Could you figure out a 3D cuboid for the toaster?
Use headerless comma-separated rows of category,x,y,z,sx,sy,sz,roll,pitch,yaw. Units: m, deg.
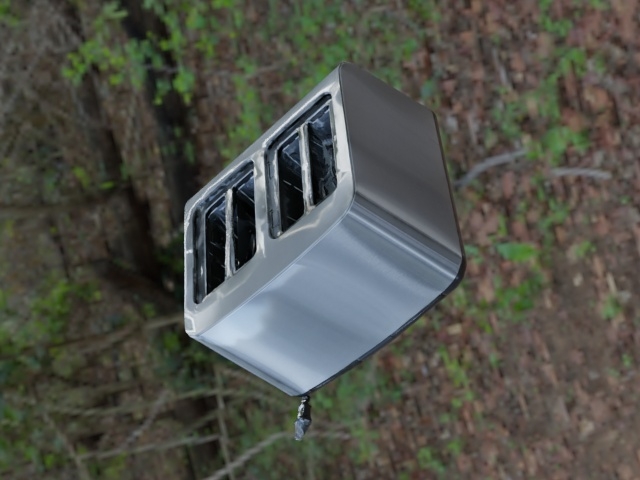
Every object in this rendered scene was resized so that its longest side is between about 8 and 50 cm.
toaster,0.000,0.000,0.856,0.168,0.110,0.185,-39,36,30
